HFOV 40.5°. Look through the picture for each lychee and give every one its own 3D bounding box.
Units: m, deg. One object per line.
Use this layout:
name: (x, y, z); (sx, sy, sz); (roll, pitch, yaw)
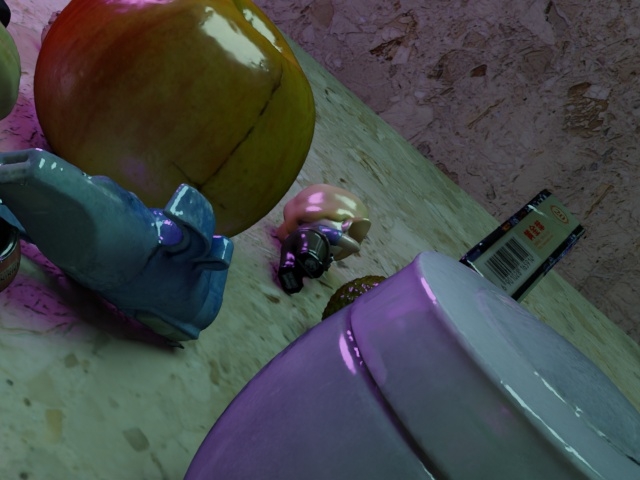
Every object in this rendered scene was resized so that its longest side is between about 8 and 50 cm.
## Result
lychee: (0.055, 0.095, 0.962); (0.114, 0.114, 0.146); (41, 30, -7)

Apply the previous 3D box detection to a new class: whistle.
whistle: (-0.149, 0.004, 0.668); (0.269, 0.180, 0.093); (51, 46, -55)

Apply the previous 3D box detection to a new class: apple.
apple: (-0.139, -0.139, 0.874); (0.286, 0.233, 0.286); (41, 15, -14)

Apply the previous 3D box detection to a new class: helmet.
helmet: (-0.237, 0.012, 0.579); (0.084, 0.049, 0.065); (24, 45, 23)

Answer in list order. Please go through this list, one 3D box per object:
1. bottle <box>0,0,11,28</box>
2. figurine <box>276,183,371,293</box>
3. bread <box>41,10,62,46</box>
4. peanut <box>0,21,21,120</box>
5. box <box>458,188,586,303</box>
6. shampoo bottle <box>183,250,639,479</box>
bottle: (-0.416, -0.300, 0.894); (0.244, 0.082, 0.072); (47, 14, 10)
figurine: (0.000, 0.000, 1.096); (0.108, 0.114, 0.196); (41, 23, -12)
bread: (-0.248, -0.193, 1.050); (0.192, 0.067, 0.119); (34, 18, -29)
peanut: (-0.366, -0.202, 0.661); (0.313, 0.149, 0.149); (44, 15, -16)
box: (0.208, 0.061, 1.113); (0.084, 0.198, 0.310); (47, 35, 9)
shampoo bottle: (0.066, 0.167, 0.522); (0.273, 0.266, 0.273); (38, 17, -14)
